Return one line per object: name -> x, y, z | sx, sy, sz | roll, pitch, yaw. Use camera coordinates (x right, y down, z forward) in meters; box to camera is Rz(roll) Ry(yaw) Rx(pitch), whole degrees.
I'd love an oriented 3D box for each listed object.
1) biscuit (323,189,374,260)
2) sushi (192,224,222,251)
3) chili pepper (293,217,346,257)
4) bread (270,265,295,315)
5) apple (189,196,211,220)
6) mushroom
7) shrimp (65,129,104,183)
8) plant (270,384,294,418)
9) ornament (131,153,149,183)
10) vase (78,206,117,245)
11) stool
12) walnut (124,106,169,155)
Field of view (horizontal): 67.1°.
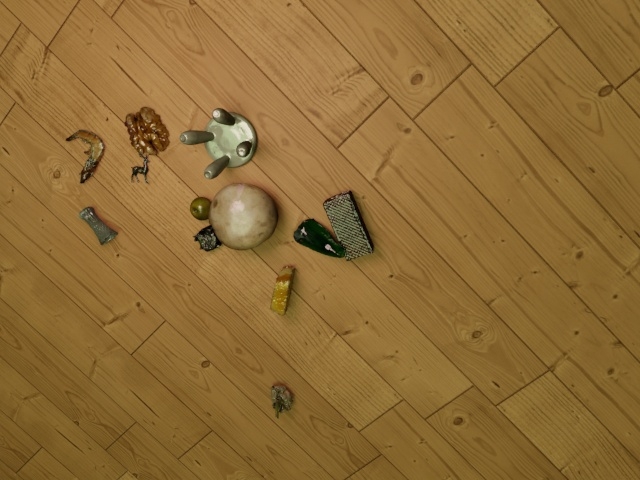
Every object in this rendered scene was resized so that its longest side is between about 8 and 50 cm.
biscuit -> 0.103, -0.047, 1.717 | 0.106, 0.070, 0.252 | -20, 103, 15
sushi -> -0.428, -0.004, 1.827 | 0.085, 0.056, 0.083 | -24, 109, 14
chili pepper -> 0.001, -0.001, 1.727 | 0.216, 0.062, 0.108 | 27, 112, 25
bread -> -0.140, 0.189, 1.811 | 0.065, 0.103, 0.187 | 16, 113, 7
apple -> -0.441, -0.117, 1.784 | 0.090, 0.074, 0.089 | 12, 115, 27
mushroom -> -0.278, -0.087, 1.708 | 0.255, 0.184, 0.254 | 4, 107, 12
shrimp -> -0.902, -0.323, 1.816 | 0.148, 0.035, 0.195 | 30, 102, -3
plant -> -0.171, 0.655, 1.950 | 0.105, 0.122, 0.116 | -21, 109, 26
ornament -> -0.673, -0.275, 1.799 | 0.074, 0.028, 0.125 | 7, 109, 7
vase -> -0.868, -0.062, 1.873 | 0.081, 0.081, 0.148 | -39, 93, 18
stool -> -0.337, -0.335, 1.637 | 0.195, 0.198, 0.195 | -30, 98, 17
walnut -> -0.629, -0.388, 1.732 | 0.143, 0.069, 0.170 | -27, 102, 2
